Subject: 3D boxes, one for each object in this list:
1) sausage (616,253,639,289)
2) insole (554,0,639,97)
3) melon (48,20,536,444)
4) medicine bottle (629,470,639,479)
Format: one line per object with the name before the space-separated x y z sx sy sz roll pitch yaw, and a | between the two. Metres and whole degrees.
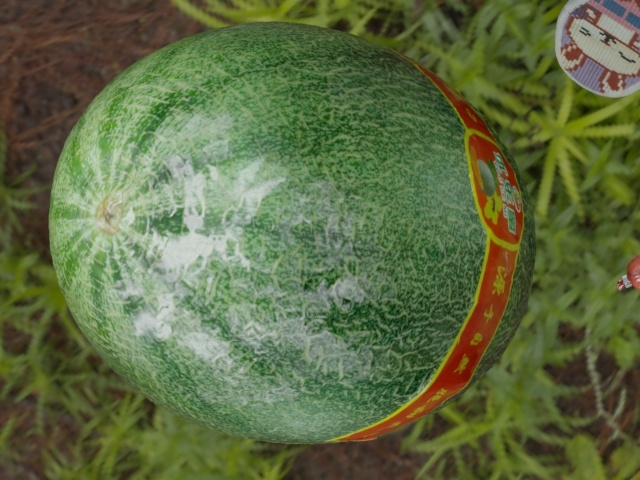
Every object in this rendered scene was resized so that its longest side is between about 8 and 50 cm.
sausage | 0.334 -0.019 1.126 0.253 0.034 0.034 -28 96 26
insole | 0.165 -0.121 0.807 0.065 0.004 0.197 36 164 6
melon | 0.000 0.000 0.661 0.182 0.288 0.182 -2 86 24
medicine bottle | 0.117 0.173 0.683 0.074 0.218 0.074 22 126 34
